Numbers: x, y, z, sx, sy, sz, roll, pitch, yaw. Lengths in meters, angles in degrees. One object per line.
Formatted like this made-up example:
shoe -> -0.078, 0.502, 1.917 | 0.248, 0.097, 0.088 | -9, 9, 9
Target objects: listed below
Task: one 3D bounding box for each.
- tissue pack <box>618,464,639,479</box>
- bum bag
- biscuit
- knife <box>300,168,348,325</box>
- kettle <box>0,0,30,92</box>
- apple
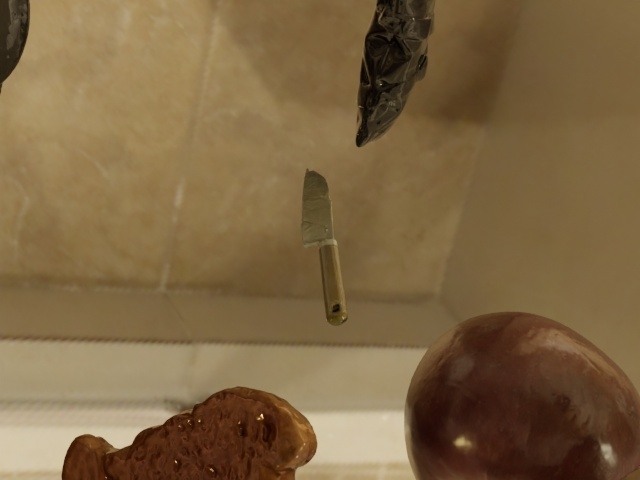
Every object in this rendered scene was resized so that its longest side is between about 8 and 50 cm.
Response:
tissue pack -> 0.334, 0.357, 1.192 | 0.123, 0.256, 0.215 | 20, 129, -38
bum bag -> 0.106, -0.270, 1.671 | 0.095, 0.144, 0.340 | 20, 131, 7
biscuit -> -0.089, 0.185, 0.626 | 0.043, 0.183, 0.280 | 9, 122, -49
knife -> -0.001, -0.002, 1.549 | 0.047, 0.298, 0.017 | -16, 133, 9
kettle -> -0.401, -0.208, 0.983 | 0.203, 0.308, 0.262 | 25, 63, -58
apple -> 0.246, 0.230, 1.456 | 0.305, 0.306, 0.235 | 59, 46, -33
